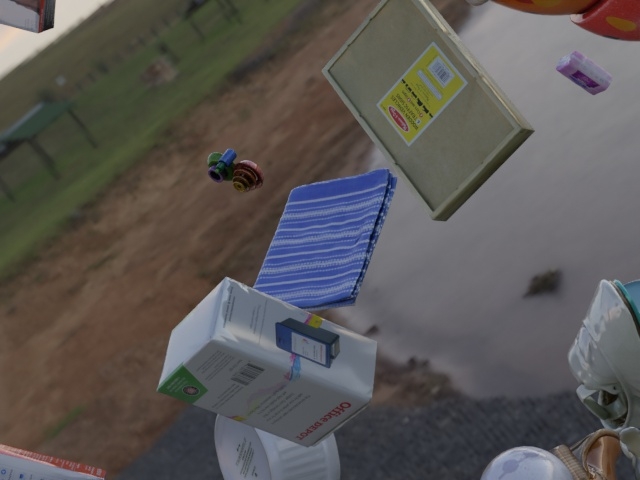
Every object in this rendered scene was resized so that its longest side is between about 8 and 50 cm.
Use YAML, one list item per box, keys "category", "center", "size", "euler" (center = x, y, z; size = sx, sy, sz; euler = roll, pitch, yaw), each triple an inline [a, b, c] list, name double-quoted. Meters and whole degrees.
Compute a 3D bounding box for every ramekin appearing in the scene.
- category: "ramekin"
  center: [-0.089, 0.387, 2.239]
  size: [0.127, 0.273, 0.273]
  euler: [-15, -4, -31]

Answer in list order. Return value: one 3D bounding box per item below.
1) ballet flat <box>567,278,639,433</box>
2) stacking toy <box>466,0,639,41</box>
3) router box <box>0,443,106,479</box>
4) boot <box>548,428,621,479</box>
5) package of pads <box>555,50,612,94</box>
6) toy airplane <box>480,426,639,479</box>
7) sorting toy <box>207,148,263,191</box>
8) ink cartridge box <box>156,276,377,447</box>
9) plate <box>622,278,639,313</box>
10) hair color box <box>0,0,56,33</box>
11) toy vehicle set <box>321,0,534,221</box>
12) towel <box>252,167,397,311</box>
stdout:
- category: "ballet flat"
  center: [0.459, 0.206, 1.920]
  size: [0.139, 0.400, 0.139]
  euler: [-12, 55, 17]
- category: "stacking toy"
  center: [0.427, -0.319, 1.375]
  size: [0.351, 0.480, 0.350]
  euler: [-59, 6, 10]
- category: "router box"
  center: [-0.513, 0.479, 1.847]
  size: [0.082, 0.301, 0.335]
  euler: [172, 113, -82]
- category: "boot"
  center: [0.320, 0.299, 1.377]
  size: [0.073, 0.152, 0.197]
  euler: [-43, -22, 30]
- category: "package of pads"
  center: [0.435, -0.276, 2.018]
  size: [0.032, 0.083, 0.050]
  euler: [-60, 11, -13]
- category: "toy airplane"
  center: [0.217, 0.315, 1.078]
  size: [0.384, 0.272, 0.386]
  euler: [-12, 15, 24]
- category: "sorting toy"
  center: [-0.132, -0.096, 1.764]
  size: [0.102, 0.061, 0.042]
  euler: [11, 50, 33]
- category: "ink cartridge box"
  center: [-0.061, 0.150, 1.446]
  size: [0.154, 0.212, 0.093]
  euler: [-44, 27, 47]
- category: "plate"
  center: [0.582, 0.123, 2.309]
  size: [0.188, 0.024, 0.188]
  euler: [-29, 22, 13]
- category: "hair color box"
  center: [-0.460, -0.360, 1.738]
  size: [0.053, 0.167, 0.093]
  euler: [-54, -23, -65]
- category: "toy vehicle set"
  center: [0.130, -0.178, 1.548]
  size: [0.166, 0.267, 0.035]
  euler: [-46, -25, 26]
- category: "towel"
  center: [0.000, 0.000, 2.304]
  size: [0.243, 0.040, 0.336]
  euler: [-9, 42, 30]
